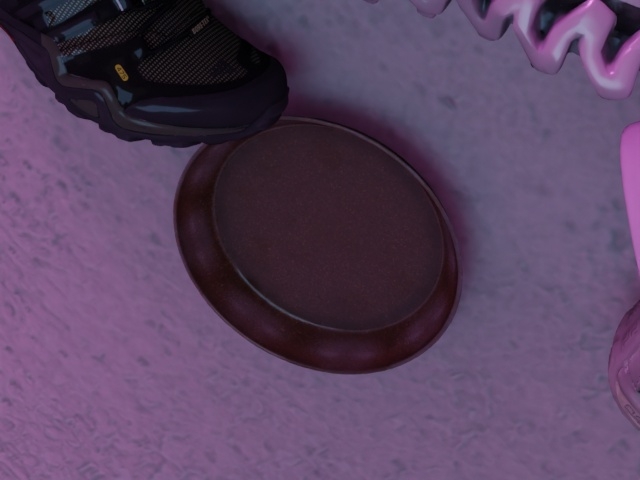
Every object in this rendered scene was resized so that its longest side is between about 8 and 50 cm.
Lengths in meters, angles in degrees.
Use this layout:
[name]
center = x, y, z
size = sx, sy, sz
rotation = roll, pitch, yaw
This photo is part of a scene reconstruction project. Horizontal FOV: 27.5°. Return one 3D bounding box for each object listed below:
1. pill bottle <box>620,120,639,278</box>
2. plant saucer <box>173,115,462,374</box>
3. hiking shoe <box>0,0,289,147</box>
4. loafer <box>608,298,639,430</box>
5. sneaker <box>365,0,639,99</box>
[pill bottle]
center = 0.268, -0.014, 0.490
size = 0.283, 0.160, 0.160
rotation = -13, 117, 20
[plant saucer]
center = 0.000, 0.000, 0.725
size = 0.168, 0.029, 0.168
rotation = 11, 126, 15
[hiking shoe]
center = -0.111, -0.133, 0.644
size = 0.227, 0.086, 0.114
rotation = 29, 132, 4
[loafer]
center = 0.287, 0.125, 0.635
size = 0.319, 0.112, 0.111
rotation = 37, 137, -4
[sneaker]
center = 0.044, -0.157, 0.558
size = 0.292, 0.110, 0.118
rotation = 17, 120, 2
